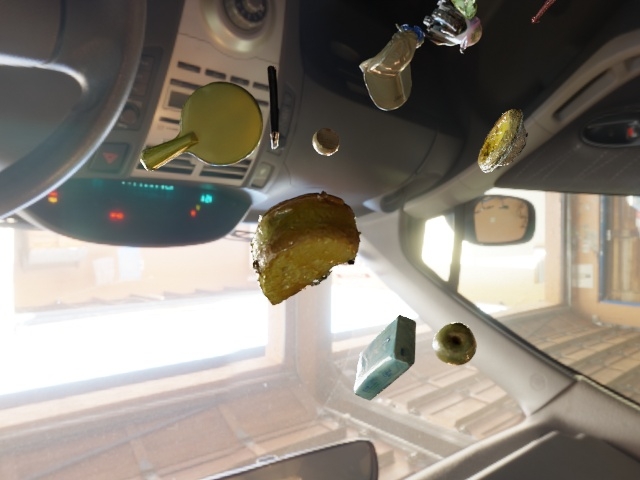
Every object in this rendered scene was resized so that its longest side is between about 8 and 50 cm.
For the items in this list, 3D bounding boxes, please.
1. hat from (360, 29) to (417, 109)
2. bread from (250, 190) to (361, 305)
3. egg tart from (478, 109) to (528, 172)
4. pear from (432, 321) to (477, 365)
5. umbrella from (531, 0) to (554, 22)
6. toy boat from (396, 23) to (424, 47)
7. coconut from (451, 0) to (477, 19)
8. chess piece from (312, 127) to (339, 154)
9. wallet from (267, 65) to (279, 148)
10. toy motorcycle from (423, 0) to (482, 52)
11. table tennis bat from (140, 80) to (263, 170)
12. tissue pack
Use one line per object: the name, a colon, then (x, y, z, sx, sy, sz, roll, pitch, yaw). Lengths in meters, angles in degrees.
hat: (0.268, -0.576, 1.510, 0.214, 0.245, 0.149, -40, -152, -13)
bread: (-0.056, 0.005, 0.926, 0.260, 0.160, 0.147, -30, 135, 22)
egg tart: (0.631, -0.334, 1.525, 0.094, 0.234, 0.234, 24, 178, -2)
pear: (0.523, 0.403, 1.732, 0.167, 0.167, 0.136, 0, 151, 20)
umbrella: (0.799, -0.832, 1.548, 0.027, 0.025, 0.165, 22, 134, -16)
toy boat: (0.301, -0.728, 1.575, 0.110, 0.091, 0.175, 20, -167, -35)
coconut: (0.421, -0.760, 1.351, 0.133, 0.055, 0.158, 48, 178, 42)
chess piece: (0.018, -0.301, 1.357, 0.083, 0.084, 0.038, 1, 159, -16)
wallet: (-0.200, -0.567, 1.921, 0.045, 0.318, 0.172, -2, 165, -4)
toy motorcycle: (0.471, -0.765, 1.602, 0.188, 0.143, 0.327, 23, -157, -4)
table tennis bat: (-0.337, -0.297, 1.259, 0.368, 0.224, 0.054, -27, -168, 3)
tissue pack: (0.205, 0.377, 1.433, 0.089, 0.177, 0.263, 25, 132, -7)
